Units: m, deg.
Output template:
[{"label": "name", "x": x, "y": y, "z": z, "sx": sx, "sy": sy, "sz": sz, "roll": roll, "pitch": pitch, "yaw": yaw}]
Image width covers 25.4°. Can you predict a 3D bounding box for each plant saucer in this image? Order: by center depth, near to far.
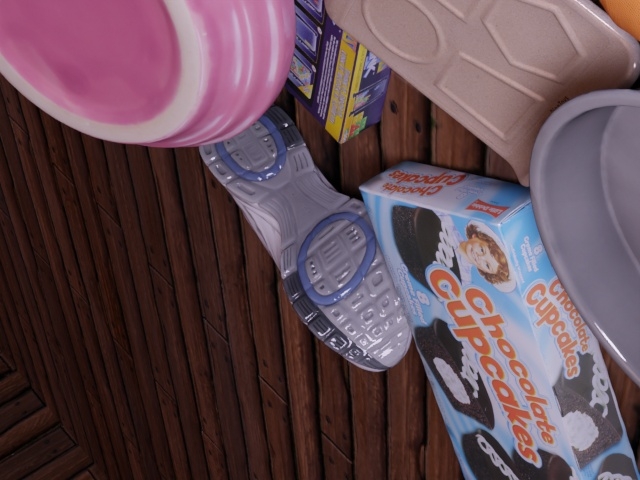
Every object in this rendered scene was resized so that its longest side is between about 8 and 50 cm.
[{"label": "plant saucer", "x": -0.180, "y": -0.202, "z": 1.154, "sx": 0.332, "sy": 0.084, "sz": 0.332, "roll": 20, "pitch": 138, "yaw": 19}]

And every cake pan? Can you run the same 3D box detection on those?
[{"label": "cake pan", "x": 0.249, "y": 0.022, "z": 0.855, "sx": 0.293, "sy": 0.054, "sz": 0.293, "roll": 43, "pitch": 157, "yaw": 24}]

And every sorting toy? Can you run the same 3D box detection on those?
[{"label": "sorting toy", "x": 0.104, "y": -0.147, "z": 0.952, "sx": 0.208, "sy": 0.038, "sz": 0.193, "roll": 43, "pitch": 155, "yaw": 3}]

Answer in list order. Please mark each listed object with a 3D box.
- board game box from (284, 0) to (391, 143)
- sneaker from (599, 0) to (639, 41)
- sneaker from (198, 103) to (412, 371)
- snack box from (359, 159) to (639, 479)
[{"label": "board game box", "x": -0.001, "y": -0.182, "z": 1.139, "sx": 0.141, "sy": 0.048, "sz": 0.170, "roll": 47, "pitch": 154, "yaw": 20}, {"label": "sneaker", "x": 0.127, "y": -0.162, "z": 0.432, "sx": 0.180, "sy": 0.124, "sz": 0.321, "roll": 46, "pitch": 174, "yaw": 6}, {"label": "sneaker", "x": 0.000, "y": 0.000, "z": 1.308, "sx": 0.297, "sy": 0.111, "sz": 0.129, "roll": 58, "pitch": 178, "yaw": 28}, {"label": "snack box", "x": 0.152, "y": 0.096, "z": 1.159, "sx": 0.187, "sy": 0.060, "sz": 0.322, "roll": 17, "pitch": 133, "yaw": 56}]
